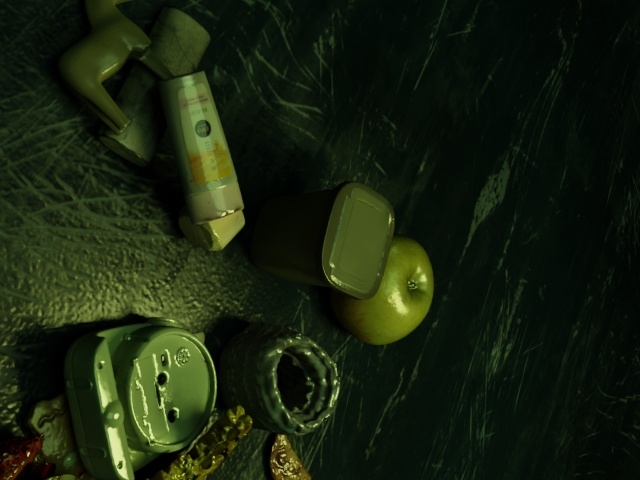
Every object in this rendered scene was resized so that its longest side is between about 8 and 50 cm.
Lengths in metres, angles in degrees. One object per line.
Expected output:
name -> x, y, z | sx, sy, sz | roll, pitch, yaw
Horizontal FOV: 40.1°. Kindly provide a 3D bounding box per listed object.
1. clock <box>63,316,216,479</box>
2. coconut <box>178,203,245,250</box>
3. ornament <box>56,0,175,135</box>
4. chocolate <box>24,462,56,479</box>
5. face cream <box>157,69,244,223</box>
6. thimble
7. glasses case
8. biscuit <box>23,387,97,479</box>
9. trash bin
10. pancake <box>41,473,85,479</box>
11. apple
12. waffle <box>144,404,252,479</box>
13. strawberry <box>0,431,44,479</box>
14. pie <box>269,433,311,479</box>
clock -> -0.306, 0.272, 1.611 | 0.324, 0.109, 0.265 | -18, 99, -51
coconut -> -0.208, -0.049, 1.720 | 0.122, 0.116, 0.116 | -46, 121, -34
ornament -> -0.371, -0.348, 1.565 | 0.245, 0.061, 0.230 | 46, 66, -9
chocolate -> -0.501, 0.454, 1.463 | 0.182, 0.028, 0.086 | -58, 162, -10
face cream -> -0.219, -0.169, 1.599 | 0.107, 0.073, 0.269 | -19, 106, -22
thimble -> -0.082, 0.285, 1.809 | 0.205, 0.172, 0.236 | -35, 113, -41
glasses case -> -0.310, -0.293, 1.647 | 0.114, 0.060, 0.299 | 36, 67, -34
biscuit -> -0.432, 0.380, 1.565 | 0.184, 0.035, 0.248 | -26, 109, -41
trash bin -> 0.000, 0.000, 1.824 | 0.219, 0.250, 0.219 | 28, 72, -42
pancake -> -0.477, 0.474, 1.449 | 0.212, 0.029, 0.235 | -50, 157, -15
apple -> 0.142, 0.108, 2.004 | 0.261, 0.194, 0.260 | 2, 87, -44
waffle -> -0.248, 0.427, 1.609 | 0.293, 0.259, 0.069 | -35, 77, -27
strawberry -> -0.533, 0.389, 1.416 | 0.085, 0.140, 0.192 | 30, 86, 0
pie -> -0.070, 0.499, 1.919 | 0.092, 0.034, 0.170 | -52, 125, -34
